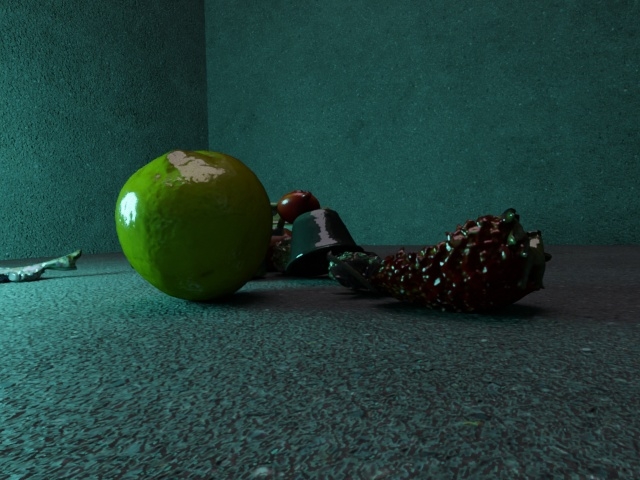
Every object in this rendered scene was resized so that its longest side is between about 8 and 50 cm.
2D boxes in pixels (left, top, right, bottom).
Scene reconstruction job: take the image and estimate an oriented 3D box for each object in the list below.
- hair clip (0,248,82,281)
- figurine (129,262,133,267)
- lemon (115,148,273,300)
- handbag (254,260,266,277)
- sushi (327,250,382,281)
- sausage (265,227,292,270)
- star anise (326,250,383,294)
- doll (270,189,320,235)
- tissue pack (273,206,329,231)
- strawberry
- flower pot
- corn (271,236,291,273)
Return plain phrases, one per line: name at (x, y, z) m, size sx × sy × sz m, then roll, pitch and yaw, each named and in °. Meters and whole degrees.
hair clip at (-0.956, 0.095, 1.475) m, size 0.300 × 0.069 × 0.173 m, roll -14°, pitch 6°, yaw -28°
figurine at (-0.644, 0.037, 1.868) m, size 0.314 × 0.168 × 0.187 m, roll -10°, pitch -39°, yaw -12°
lemon at (-0.265, -0.031, 0.963) m, size 0.347 × 0.349 × 0.348 m, roll -1°, pitch 2°, yaw 0°
handbag at (-0.302, -0.002, 1.354) m, size 0.262 × 0.241 × 0.222 m, roll -3°, pitch 3°, yaw -32°
sushi at (0.096, 0.072, 1.194) m, size 0.150 × 0.091 × 0.078 m, roll 1°, pitch 6°, yaw 5°
sausage at (-0.186, 0.032, 1.580) m, size 0.267 × 0.153 × 0.141 m, roll -2°, pitch 28°, yaw -22°
star anise at (0.119, 0.080, 0.998) m, size 0.262 × 0.081 × 0.230 m, roll 11°, pitch -6°, yaw -39°
doll at (-0.079, -0.087, 1.357) m, size 0.183 × 0.085 × 0.217 m, roll 2°, pitch -33°, yaw -11°
tissue pack at (-0.103, -0.008, 1.783) m, size 0.305 × 0.239 × 0.238 m, roll -1°, pitch 2°, yaw -4°
strawberry at (0.250, 0.078, 0.794) m, size 0.306 × 0.138 × 0.233 m, roll -29°, pitch -34°, yaw 32°
flower pot at (0.000, 0.000, 1.302) m, size 0.235 × 0.148 × 0.235 m, roll -11°, pitch -20°, yaw -4°
corn at (-0.021, 0.054, 1.524) m, size 0.126 × 0.127 × 0.335 m, roll 1°, pitch -2°, yaw 45°
